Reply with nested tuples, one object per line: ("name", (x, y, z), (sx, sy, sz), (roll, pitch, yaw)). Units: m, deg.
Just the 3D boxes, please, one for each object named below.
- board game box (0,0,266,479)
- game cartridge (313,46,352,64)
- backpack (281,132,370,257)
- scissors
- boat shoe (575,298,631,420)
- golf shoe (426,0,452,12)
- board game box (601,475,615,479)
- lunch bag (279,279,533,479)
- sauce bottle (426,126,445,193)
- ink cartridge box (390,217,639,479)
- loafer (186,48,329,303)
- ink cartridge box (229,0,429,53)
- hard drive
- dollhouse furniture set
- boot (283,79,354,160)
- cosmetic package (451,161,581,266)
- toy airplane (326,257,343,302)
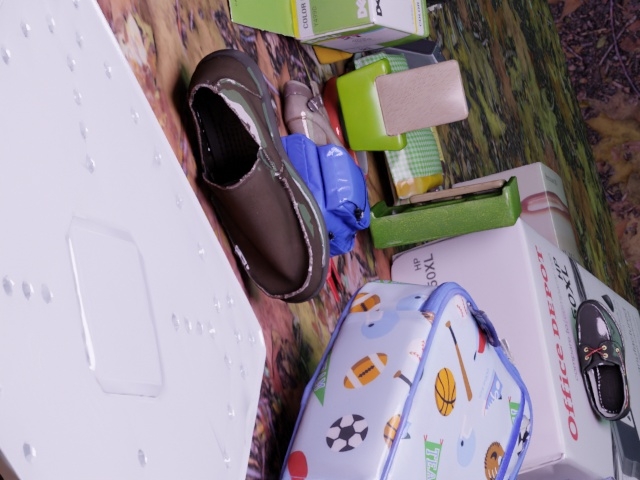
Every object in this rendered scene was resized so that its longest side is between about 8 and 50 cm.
("board game box", (-0.148, 0.048, 1.141), (0.390, 0.050, 0.390), (-82, 153, -54))
("game cartridge", (-0.009, -0.386, 1.978), (0.324, 0.052, 0.285), (-79, 149, -57))
("backpack", (-0.007, -0.030, 1.592), (0.120, 0.101, 0.098), (51, 34, -66))
("scissors", (0.033, -0.181, 1.985), (0.297, 0.021, 0.109), (-86, 155, -47))
("boat shoe", (0.301, 0.127, 1.926), (0.042, 0.049, 0.133), (3, 73, -72))
("golf shoe", (0.105, -0.337, 2.056), (0.273, 0.105, 0.120), (25, 46, -68))
("board game box", (0.226, 0.355, 1.927), (0.194, 0.194, 0.060), (90, -18, -46))
("lunch bag", (0.079, 0.192, 1.510), (0.243, 0.115, 0.303), (57, 46, -39))
("sauce bottle", (0.130, -0.095, 2.198), (0.042, 0.042, 0.128), (-15, 92, -74))
("ink cartridge box", (0.252, 0.176, 2.056), (0.395, 0.166, 0.285), (31, 44, -56))
("loafer", (-0.063, -0.044, 1.479), (0.220, 0.080, 0.078), (67, 27, -9))
("ink cartridge box", (0.003, -0.292, 1.764), (0.255, 0.097, 0.189), (0, 83, -63))
("hard drive", (0.117, -0.199, 2.157), (0.022, 0.094, 0.135), (-64, 147, -18))
("dollhouse furniture set", (0.131, -0.118, 1.974), (0.301, 0.151, 0.197), (-41, 118, -76))
("boot", (-0.002, -0.113, 1.780), (0.118, 0.042, 0.087), (18, 56, -71))
("cosmetic package", (0.279, 0.062, 2.391), (0.153, 0.129, 0.296), (16, 60, -70))
("toy airplane", (0.000, 0.000, 1.707), (0.151, 0.028, 0.151), (-14, 90, -74))
